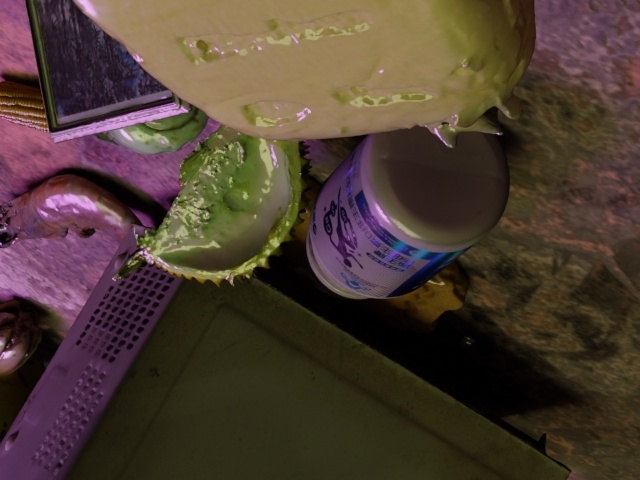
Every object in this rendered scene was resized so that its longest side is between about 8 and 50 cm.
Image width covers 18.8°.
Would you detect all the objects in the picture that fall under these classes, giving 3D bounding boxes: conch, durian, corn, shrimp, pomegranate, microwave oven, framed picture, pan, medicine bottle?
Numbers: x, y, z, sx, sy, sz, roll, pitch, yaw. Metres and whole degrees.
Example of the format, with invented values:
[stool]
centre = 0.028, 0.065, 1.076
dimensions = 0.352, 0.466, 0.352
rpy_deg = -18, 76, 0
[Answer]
[conch]
centre = -0.118, -0.108, 1.422
dimensions = 0.079, 0.106, 0.170
rpy_deg = 67, 163, -10
[durian]
centre = -0.069, -0.028, 1.445
dimensions = 0.100, 0.086, 0.215
rpy_deg = 31, 114, -14
[corn]
centre = -0.237, -0.110, 1.597
dimensions = 0.092, 0.037, 0.037
rpy_deg = 18, 155, 29
[shrimp]
centre = -0.220, -0.001, 1.791
dimensions = 0.152, 0.046, 0.219
rpy_deg = 44, 149, -27
[pomegranate]
centre = -0.382, 0.156, 2.141
dimensions = 0.202, 0.202, 0.248
rpy_deg = 33, 125, -15
[microwave oven]
centre = -0.053, 0.214, 1.661
dimensions = 0.394, 0.333, 0.247
rpy_deg = 33, 171, -21
[framed picture]
centre = -0.154, -0.146, 1.343
dimensions = 0.011, 0.142, 0.183
rpy_deg = -12, -177, -37
[pan]
centre = 0.119, 0.090, 1.649
dimensions = 0.068, 0.023, 0.115
rpy_deg = 28, 160, -1
[medicine bottle]
centre = 0.054, -0.020, 1.386
dimensions = 0.107, 0.107, 0.191
rpy_deg = 30, 156, -7

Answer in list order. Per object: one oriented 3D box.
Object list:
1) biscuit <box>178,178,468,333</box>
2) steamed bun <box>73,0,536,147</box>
[biscuit]
centre = -0.002, 0.002, 1.584
dimensions = 0.249, 0.035, 0.184
rpy_deg = 30, 156, -7
[steamed bun]
centre = -0.005, -0.174, 1.071
dimensions = 0.232, 0.166, 0.273
rpy_deg = -12, 142, 38
